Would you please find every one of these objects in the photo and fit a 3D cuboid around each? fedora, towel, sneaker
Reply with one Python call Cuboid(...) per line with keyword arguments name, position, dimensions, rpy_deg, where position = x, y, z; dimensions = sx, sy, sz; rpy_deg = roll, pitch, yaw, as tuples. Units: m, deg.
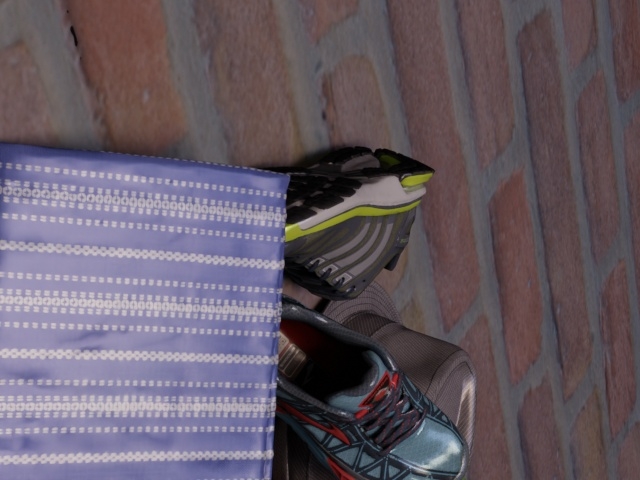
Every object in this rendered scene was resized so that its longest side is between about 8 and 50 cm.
Cuboid(name="fedora", position=(0.069, 0.175, 1.279), dimensions=(0.275, 0.124, 0.244), rpy_deg=(-58, 140, -34))
Cuboid(name="towel", position=(-0.138, 0.106, 0.967), dimensions=(0.243, 0.040, 0.336), rpy_deg=(4, 91, -34))
Cuboid(name="sneaker", position=(0.025, 0.136, 1.107), dimensions=(0.262, 0.125, 0.104), rpy_deg=(35, 73, -16))
Cuboid(name="sneaker", position=(0.000, 0.000, 1.164), dimensions=(0.300, 0.111, 0.121), rpy_deg=(-16, 117, -50))

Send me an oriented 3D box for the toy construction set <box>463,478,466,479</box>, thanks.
Cuboid(name="toy construction set", position=(0.093, 0.367, 1.326), dimensions=(0.328, 0.151, 0.215), rpy_deg=(-59, -176, -24))
